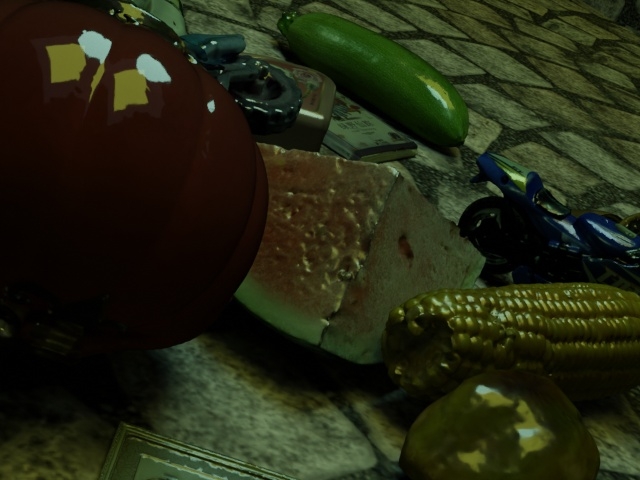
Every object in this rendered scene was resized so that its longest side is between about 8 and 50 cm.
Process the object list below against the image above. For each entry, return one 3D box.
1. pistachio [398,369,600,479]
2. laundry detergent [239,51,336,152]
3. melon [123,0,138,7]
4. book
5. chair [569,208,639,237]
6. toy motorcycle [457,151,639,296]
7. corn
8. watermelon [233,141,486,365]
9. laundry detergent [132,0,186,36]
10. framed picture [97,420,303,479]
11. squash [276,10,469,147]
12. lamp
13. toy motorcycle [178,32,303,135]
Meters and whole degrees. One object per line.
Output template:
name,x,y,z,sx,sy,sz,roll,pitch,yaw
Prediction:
pistachio,0.154,0.164,0.805,0.189,0.100,0.110,7,24,-33
laundry detergent,-0.100,-0.201,1.336,0.237,0.076,0.171,18,35,-5
melon,-0.273,-0.271,1.318,0.098,0.098,0.130,11,19,-24
book,0.015,-0.180,1.462,0.231,0.026,0.157,36,28,26
chair,0.399,0.022,1.240,0.247,0.172,0.159,-14,-2,41
toy motorcycle,0.294,0.017,1.135,0.315,0.169,0.113,34,28,21
corn,0.201,0.096,0.954,0.363,0.120,0.120,5,30,-40
watermelon,0.000,0.000,0.935,0.260,0.176,0.256,14,20,20
laundry detergent,-0.242,-0.310,1.456,0.099,0.070,0.225,23,25,-20
framed picture,-0.042,0.205,0.664,0.231,0.010,0.173,19,25,-8
squash,0.084,-0.270,1.607,0.395,0.107,0.107,35,28,27
lamp,-0.187,-0.043,0.737,0.303,0.257,0.303,16,-16,5
toy motorcycle,-0.216,-0.179,1.093,0.416,0.172,0.232,-16,50,-41
